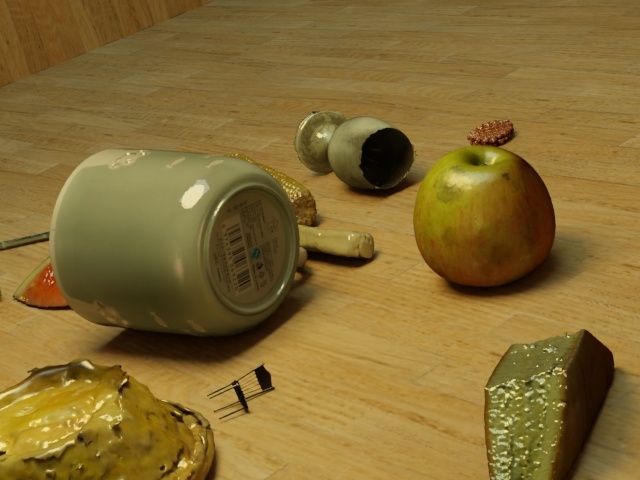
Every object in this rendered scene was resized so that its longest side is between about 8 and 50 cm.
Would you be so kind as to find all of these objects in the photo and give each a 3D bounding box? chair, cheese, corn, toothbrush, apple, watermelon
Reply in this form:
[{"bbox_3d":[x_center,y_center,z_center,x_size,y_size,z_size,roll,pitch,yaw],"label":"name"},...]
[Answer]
[{"bbox_3d":[-0.095,0.185,1.629,0.086,0.037,0.042,-26,11,-14],"label":"chair"},{"bbox_3d":[0.000,0.000,2.006,0.065,0.043,0.194,0,7,-44],"label":"cheese"},{"bbox_3d":[-0.107,-0.084,2.248,0.097,0.097,0.320,-25,25,-23],"label":"corn"},{"bbox_3d":[-0.585,0.010,2.453,0.220,0.016,0.019,-12,12,12],"label":"toothbrush"},{"bbox_3d":[0.216,-0.035,1.775,0.196,0.196,0.196,-14,21,5],"label":"apple"},{"bbox_3d":[-0.398,0.065,2.133,0.245,0.063,0.119,4,42,40],"label":"watermelon"}]

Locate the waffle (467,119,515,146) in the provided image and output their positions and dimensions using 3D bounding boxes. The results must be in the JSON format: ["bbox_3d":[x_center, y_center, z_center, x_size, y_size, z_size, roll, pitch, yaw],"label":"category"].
[{"bbox_3d":[0.294,-0.183,2.299,0.075,0.029,0.083,4,30,42],"label":"waffle"}]

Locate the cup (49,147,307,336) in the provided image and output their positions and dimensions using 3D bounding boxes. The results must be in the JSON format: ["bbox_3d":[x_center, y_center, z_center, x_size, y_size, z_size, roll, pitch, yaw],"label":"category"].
[{"bbox_3d":[-0.159,0.009,1.890,0.275,0.259,0.357,5,-2,41],"label":"cup"}]

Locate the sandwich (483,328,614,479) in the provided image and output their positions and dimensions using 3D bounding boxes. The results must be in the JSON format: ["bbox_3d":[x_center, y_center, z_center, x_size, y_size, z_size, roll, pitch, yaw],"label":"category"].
[{"bbox_3d":[0.236,0.160,1.389,0.094,0.096,0.258,-11,18,27],"label":"sandwich"}]

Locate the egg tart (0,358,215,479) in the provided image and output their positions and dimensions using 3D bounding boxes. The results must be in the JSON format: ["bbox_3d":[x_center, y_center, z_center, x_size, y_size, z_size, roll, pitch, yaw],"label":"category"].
[{"bbox_3d":[-0.298,0.243,1.505,0.345,0.132,0.345,-14,23,6],"label":"egg tart"}]

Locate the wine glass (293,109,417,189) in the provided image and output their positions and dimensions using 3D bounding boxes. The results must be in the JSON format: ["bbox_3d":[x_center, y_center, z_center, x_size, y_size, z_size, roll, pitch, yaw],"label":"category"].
[{"bbox_3d":[0.057,-0.154,2.261,0.126,0.126,0.241,-23,19,-19],"label":"wine glass"}]
